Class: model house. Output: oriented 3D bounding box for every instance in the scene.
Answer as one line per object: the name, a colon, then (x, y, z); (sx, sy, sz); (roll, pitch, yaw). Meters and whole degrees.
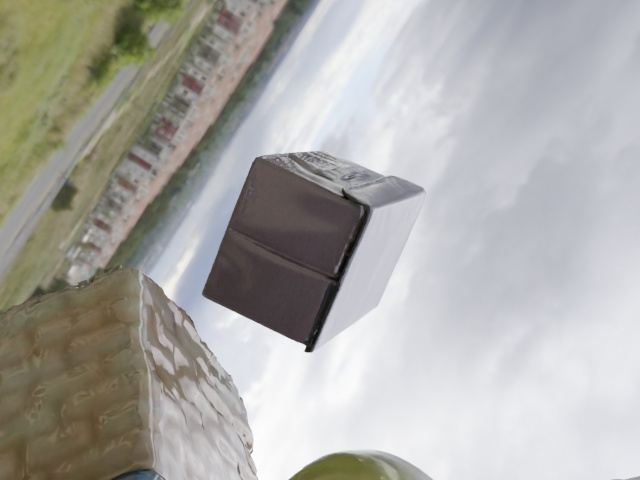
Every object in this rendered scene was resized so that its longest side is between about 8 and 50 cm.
model house: (-0.191, 0.343, 0.638); (0.394, 0.446, 0.400); (-26, -140, 0)

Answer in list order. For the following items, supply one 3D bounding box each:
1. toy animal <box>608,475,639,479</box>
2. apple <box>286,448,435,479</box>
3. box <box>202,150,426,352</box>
toy animal: (0.481, 0.474, 1.221); (0.257, 0.194, 0.357); (-16, -166, 24)
apple: (0.049, 0.564, 1.289); (0.474, 0.473, 0.474); (-56, -171, 14)
box: (0.000, 0.000, 0.982); (0.188, 0.153, 0.252); (-68, 166, 17)
